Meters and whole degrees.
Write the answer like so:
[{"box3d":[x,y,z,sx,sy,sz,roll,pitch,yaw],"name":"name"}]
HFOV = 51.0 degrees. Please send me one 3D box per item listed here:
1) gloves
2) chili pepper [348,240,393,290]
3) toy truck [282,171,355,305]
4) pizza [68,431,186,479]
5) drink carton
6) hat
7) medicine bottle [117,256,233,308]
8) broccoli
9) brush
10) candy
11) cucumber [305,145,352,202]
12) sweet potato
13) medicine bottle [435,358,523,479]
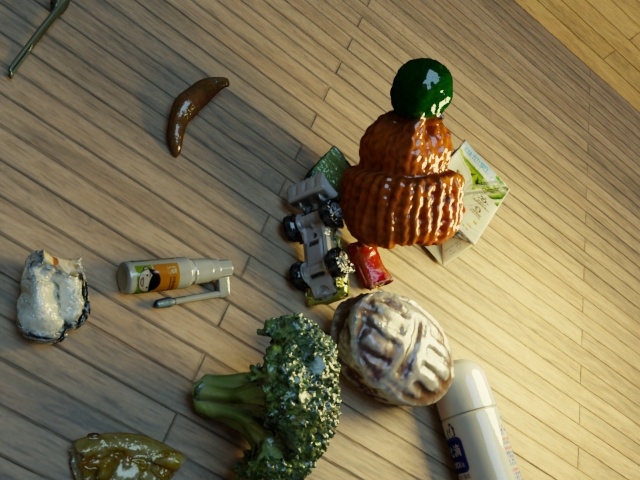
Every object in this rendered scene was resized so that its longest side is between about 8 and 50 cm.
[{"box3d":[-0.440,0.096,1.106,0.114,0.070,0.153,15,62,-40],"name":"gloves"},{"box3d":[0.113,0.053,1.551,0.070,0.073,0.123,36,31,-76],"name":"chili pepper"},{"box3d":[0.000,0.000,1.457,0.111,0.136,0.285,25,51,-51],"name":"toy truck"},{"box3d":[-0.311,0.375,1.042,0.182,0.062,0.161,30,51,-21],"name":"pizza"},{"box3d":[0.354,-0.103,1.780,0.194,0.132,0.324,47,45,-3],"name":"drink carton"},{"box3d":[0.164,-0.185,1.464,0.285,0.285,0.400,-31,121,-44],"name":"hat"},{"box3d":[-0.266,0.077,1.262,0.221,0.061,0.092,-5,92,-39],"name":"medicine bottle"},{"box3d":[-0.071,0.286,1.157,0.235,0.260,0.288,44,47,-27],"name":"broccoli"},{"box3d":[-0.564,-0.420,1.339,0.027,0.062,0.266,21,56,-7],"name":"brush"},{"box3d":[0.147,0.228,1.410,0.289,0.157,0.214,38,61,-21],"name":"candy"},{"box3d":[0.023,-0.148,1.607,0.115,0.062,0.116,50,56,0],"name":"cucumber"},{"box3d":[-0.283,-0.292,1.468,0.078,0.058,0.255,50,47,-30],"name":"sweet potato"},{"box3d":[0.339,0.425,1.451,0.130,0.130,0.341,1,65,-37],"name":"medicine bottle"}]
